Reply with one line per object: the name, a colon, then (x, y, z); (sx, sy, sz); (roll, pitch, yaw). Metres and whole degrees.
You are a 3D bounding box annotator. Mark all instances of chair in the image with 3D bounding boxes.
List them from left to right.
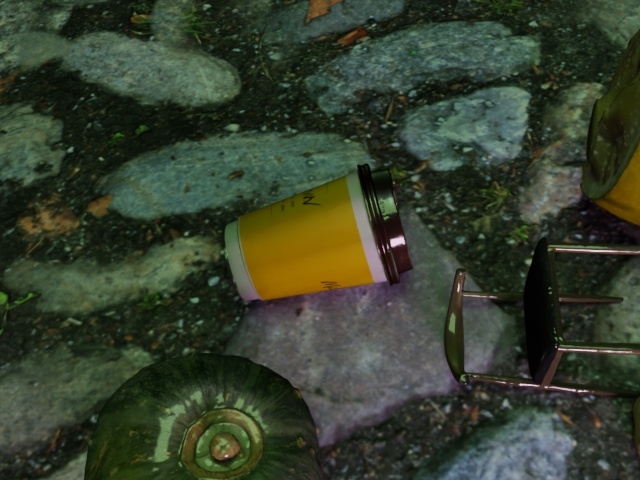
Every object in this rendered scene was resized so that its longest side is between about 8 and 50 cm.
chair: (0.315, 0.109, 0.950); (0.273, 0.166, 0.188); (1, 56, 7)

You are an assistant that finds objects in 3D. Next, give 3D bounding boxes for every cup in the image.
cup: (0.000, 0.000, 1.061); (0.280, 0.196, 0.196); (-15, 55, 5)

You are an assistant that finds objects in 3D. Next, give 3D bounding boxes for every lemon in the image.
lemon: (0.589, -0.160, 1.006); (0.365, 0.364, 0.364); (-3, 56, 5)

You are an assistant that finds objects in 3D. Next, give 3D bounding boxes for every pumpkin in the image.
pumpkin: (-0.142, 0.309, 0.816); (0.292, 0.257, 0.327); (7, 49, -3)

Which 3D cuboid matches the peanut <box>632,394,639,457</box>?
peanut: (0.445, 0.256, 0.906); (0.054, 0.054, 0.113); (5, 59, 10)
